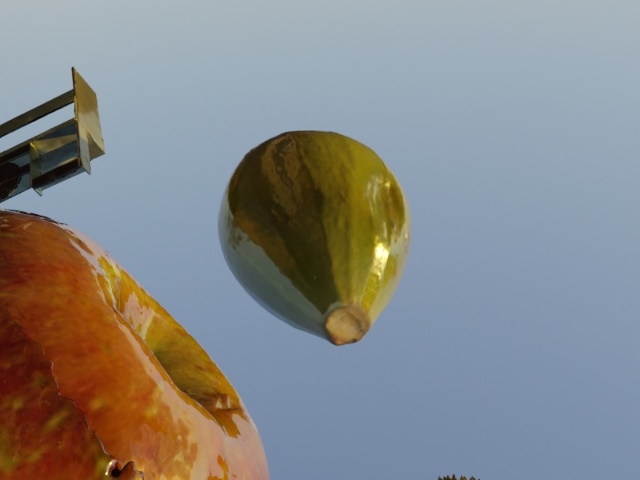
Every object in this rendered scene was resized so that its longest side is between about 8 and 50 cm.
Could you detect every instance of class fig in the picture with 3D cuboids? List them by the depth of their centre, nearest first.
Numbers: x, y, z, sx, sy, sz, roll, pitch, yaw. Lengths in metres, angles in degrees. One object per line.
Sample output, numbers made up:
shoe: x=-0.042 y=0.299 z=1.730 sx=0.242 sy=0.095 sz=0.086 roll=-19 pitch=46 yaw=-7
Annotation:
fig: x=0.006 y=-0.005 z=1.088 sx=0.207 sy=0.207 sz=0.230 roll=-25 pitch=-125 yaw=-40

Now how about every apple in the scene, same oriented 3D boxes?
apple: x=-0.228 y=0.168 z=0.668 sx=0.374 sy=0.374 sz=0.384 roll=3 pitch=167 yaw=13

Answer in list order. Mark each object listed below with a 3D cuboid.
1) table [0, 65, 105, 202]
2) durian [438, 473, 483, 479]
table: x=-0.326 y=-0.099 z=1.157 sx=0.146 sy=0.062 sz=0.175 roll=-23 pitch=-129 yaw=9
durian: x=0.231 y=0.485 z=1.580 sx=0.291 sy=0.291 sz=0.224 roll=16 pitch=-108 yaw=37
